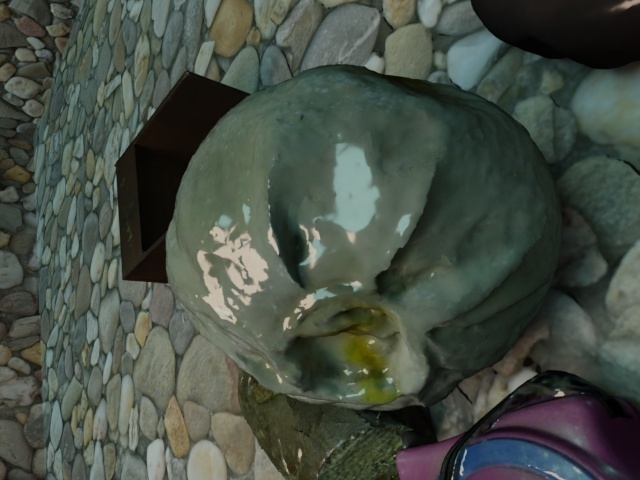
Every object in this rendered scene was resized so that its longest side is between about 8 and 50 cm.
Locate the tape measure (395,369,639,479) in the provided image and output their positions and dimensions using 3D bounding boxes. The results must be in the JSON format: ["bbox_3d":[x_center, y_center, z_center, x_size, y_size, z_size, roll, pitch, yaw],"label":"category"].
[{"bbox_3d":[0.189,0.239,0.401,0.231,0.149,0.245,-41,47,41],"label":"tape measure"}]

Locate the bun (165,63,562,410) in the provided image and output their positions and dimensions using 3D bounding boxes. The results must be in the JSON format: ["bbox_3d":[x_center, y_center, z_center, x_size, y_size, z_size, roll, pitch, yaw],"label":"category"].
[{"bbox_3d":[0.034,0.021,0.461,0.361,0.362,0.211,-53,12,30],"label":"bun"}]

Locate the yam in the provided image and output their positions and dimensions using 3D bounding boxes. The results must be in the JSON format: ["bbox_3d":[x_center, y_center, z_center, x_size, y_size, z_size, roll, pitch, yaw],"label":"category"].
[{"bbox_3d":[-0.005,0.225,0.625,0.254,0.154,0.153,22,100,52],"label":"yam"}]

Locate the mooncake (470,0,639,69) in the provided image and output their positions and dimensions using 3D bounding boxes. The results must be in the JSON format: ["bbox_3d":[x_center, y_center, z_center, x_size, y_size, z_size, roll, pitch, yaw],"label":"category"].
[{"bbox_3d":[0.256,-0.285,0.409,0.283,0.141,0.282,-7,82,58],"label":"mooncake"}]

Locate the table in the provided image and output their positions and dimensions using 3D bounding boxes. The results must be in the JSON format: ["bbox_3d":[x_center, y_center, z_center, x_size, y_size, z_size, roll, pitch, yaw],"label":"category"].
[{"bbox_3d":[-0.203,-0.089,0.880,0.282,0.196,0.250,-36,57,37],"label":"table"}]
